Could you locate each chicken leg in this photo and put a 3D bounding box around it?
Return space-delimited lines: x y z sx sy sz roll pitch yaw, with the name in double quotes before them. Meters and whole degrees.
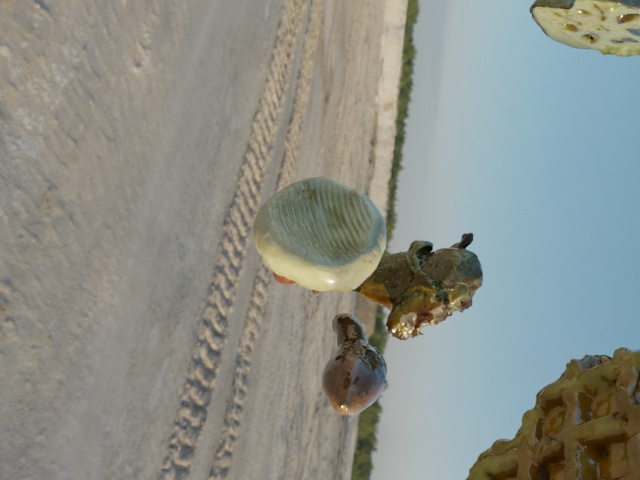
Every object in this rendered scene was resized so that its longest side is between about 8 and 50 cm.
"chicken leg" 0.147 0.101 1.203 0.140 0.361 0.211 63 24 -46

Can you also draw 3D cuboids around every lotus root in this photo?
"lotus root" 0.396 -0.325 0.822 0.203 0.183 0.078 4 103 -61

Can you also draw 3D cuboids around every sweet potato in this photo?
"sweet potato" 0.061 0.216 1.060 0.385 0.109 0.109 -66 161 -80

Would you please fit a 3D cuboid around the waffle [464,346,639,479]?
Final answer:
"waffle" 0.183 0.199 0.364 0.302 0.068 0.325 -52 -167 -2

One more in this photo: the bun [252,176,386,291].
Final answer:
"bun" 0.000 0.000 0.826 0.102 0.183 0.183 97 3 -53

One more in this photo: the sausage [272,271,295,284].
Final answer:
"sausage" -0.059 0.006 1.332 0.300 0.089 0.083 107 -21 -54
